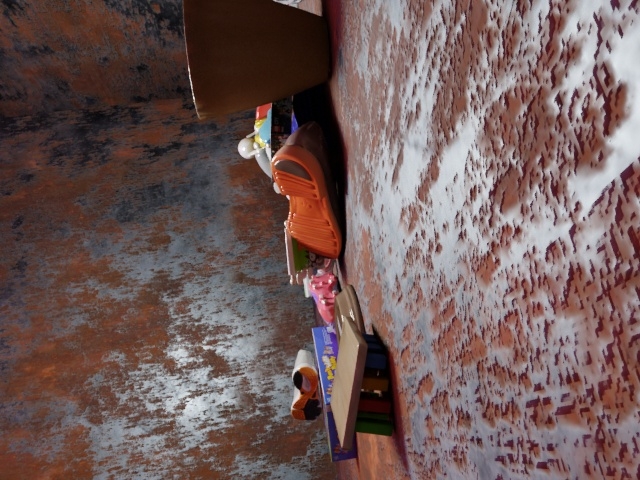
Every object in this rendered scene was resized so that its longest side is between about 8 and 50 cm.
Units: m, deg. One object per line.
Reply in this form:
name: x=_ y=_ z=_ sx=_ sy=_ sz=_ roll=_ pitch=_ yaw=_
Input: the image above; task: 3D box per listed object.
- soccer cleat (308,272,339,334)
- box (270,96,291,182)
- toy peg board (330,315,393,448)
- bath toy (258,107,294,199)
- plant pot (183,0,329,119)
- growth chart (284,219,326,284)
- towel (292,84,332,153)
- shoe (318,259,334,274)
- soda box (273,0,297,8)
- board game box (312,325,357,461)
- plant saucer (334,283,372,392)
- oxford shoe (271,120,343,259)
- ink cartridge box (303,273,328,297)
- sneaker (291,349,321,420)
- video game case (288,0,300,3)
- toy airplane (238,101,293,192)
soccer cleat: x=0.020 y=0.156 z=1.324 sx=0.248 sy=0.083 sz=0.095 roll=-121 pitch=19 yaw=-74
box: x=-0.086 y=-0.267 z=1.125 sx=0.159 sy=0.044 sz=0.233 roll=98 pitch=172 yaw=-58
toy peg board: x=0.074 y=0.224 z=0.822 sx=0.161 sy=0.079 sz=0.161 roll=-129 pitch=48 yaw=-81
bath toy: x=-0.082 y=-0.257 z=1.571 sx=0.348 sy=0.151 sz=0.129 roll=70 pitch=179 yaw=-57
plant pot: x=-0.116 y=-0.363 z=0.976 sx=0.237 sy=0.254 sz=0.237 roll=174 pitch=90 yaw=-84
growth chart: x=-0.024 y=0.008 z=1.261 sx=0.237 sy=0.021 sz=0.172 roll=-28 pitch=-70 yaw=-59
towel: x=-0.029 y=-0.251 z=1.259 sx=0.308 sy=0.076 sz=0.228 roll=97 pitch=166 yaw=-74
shoe: x=0.000 y=0.000 z=1.382 sx=0.081 sy=0.063 sz=0.178 roll=78 pitch=-174 yaw=-60
soda box: x=-0.116 y=-0.780 z=1.577 sx=0.074 sy=0.069 sz=0.216 roll=91 pitch=170 yaw=-61
board game box: x=0.040 y=0.464 z=1.586 sx=0.347 sy=0.078 sz=0.233 roll=-106 pitch=9 yaw=-63
plant saucer: x=0.065 y=0.233 z=1.084 sx=0.278 sy=0.041 sz=0.278 roll=173 pitch=90 yaw=-87
oxford shoe: x=0.001 y=-0.090 z=1.098 sx=0.364 sy=0.129 sz=0.133 roll=79 pitch=-148 yaw=-53
ink cartridge box: x=-0.016 y=0.068 z=1.575 sx=0.153 sy=0.086 sz=0.209 roll=121 pitch=143 yaw=-83
sneaker: x=-0.043 y=0.464 z=1.633 sx=0.121 sy=0.099 sz=0.263 roll=-90 pitch=3 yaw=-58
video game case: x=-0.074 y=-0.765 z=1.238 sx=0.300 sy=0.036 sz=0.329 roll=-108 pitch=11 yaw=-68
toy airplane: x=-0.205 y=-0.375 z=2.137 sx=0.386 sy=0.272 sz=0.385 roll=96 pitch=166 yaw=-72
